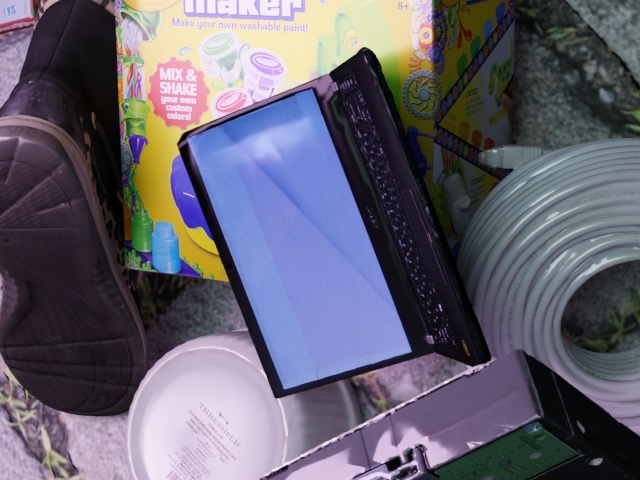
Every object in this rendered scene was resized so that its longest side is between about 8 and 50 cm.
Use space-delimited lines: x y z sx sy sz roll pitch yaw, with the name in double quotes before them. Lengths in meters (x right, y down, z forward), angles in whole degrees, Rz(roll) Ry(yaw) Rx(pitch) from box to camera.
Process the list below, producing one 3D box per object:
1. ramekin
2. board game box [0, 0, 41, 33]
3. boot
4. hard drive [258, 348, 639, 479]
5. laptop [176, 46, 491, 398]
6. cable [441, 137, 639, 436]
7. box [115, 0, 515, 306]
"ramekin" -0.075 0.177 1.454 0.207 0.109 0.207 -3 82 26
"board game box" -0.358 -0.349 1.711 0.145 0.027 0.281 -9 80 24
"boot" -0.215 -0.044 1.506 0.138 0.377 0.284 0 47 10
"hard drive" 0.131 0.205 1.219 0.237 0.339 0.064 -30 53 21
"laptop" 0.000 0.000 1.217 0.136 0.264 0.234 -22 93 -6
"cable" 0.230 0.047 1.255 0.257 0.089 0.257 -7 112 3
"box" -0.002 -0.112 1.372 0.290 0.177 0.279 6 105 27
